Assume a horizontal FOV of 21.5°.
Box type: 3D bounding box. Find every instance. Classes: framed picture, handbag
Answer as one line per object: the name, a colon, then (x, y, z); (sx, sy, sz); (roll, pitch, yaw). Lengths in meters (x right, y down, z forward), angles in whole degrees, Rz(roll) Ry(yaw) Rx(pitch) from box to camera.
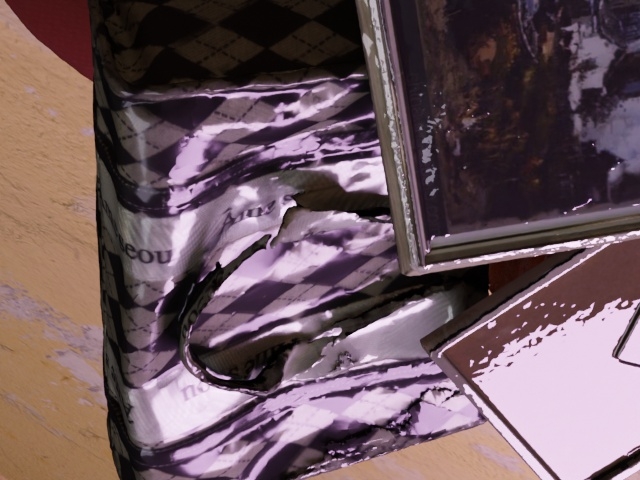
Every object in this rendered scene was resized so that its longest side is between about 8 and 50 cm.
framed picture: (0.142, -0.107, 0.995); (0.232, 0.019, 0.296); (-10, 126, 3)
framed picture: (0.246, 0.062, 1.210); (0.289, 0.020, 0.211); (-34, 124, 14)
handbag: (0.000, 0.000, 1.192); (0.316, 0.180, 0.416); (-7, 133, -13)

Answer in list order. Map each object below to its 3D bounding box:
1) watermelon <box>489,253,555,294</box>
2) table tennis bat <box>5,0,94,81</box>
watermelon: (0.227, 0.010, 1.291); (0.146, 0.128, 0.231); (6, -178, -14)
table tennis bat: (-0.139, -0.164, 1.395); (0.268, 0.051, 0.415); (12, 149, 26)
